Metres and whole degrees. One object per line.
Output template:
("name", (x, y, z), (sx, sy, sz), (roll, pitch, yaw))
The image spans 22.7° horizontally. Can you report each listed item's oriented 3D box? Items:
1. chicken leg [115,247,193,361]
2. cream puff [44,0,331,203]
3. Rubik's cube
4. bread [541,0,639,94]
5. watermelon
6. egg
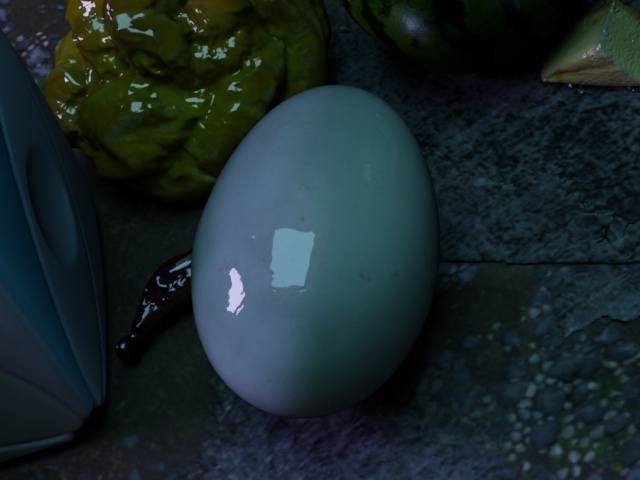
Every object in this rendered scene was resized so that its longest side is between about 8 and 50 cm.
("chicken leg", (-0.127, 0.047, 1.642), (0.205, 0.053, 0.093), (-28, 63, 2))
("cream puff", (-0.160, -0.222, 1.734), (0.324, 0.257, 0.291), (-13, 46, 10))
("Rubik's cube", (-0.426, 0.012, 1.577), (0.347, 0.351, 0.352), (-15, 47, 8))
("bread", (0.293, -0.190, 1.693), (0.109, 0.080, 0.084), (-25, 36, 50))
("watermelon", (0.144, -0.317, 1.686), (0.285, 0.285, 0.285), (-10, 50, 13))
("egg", (0.000, 0.000, 1.508), (0.230, 0.230, 0.371), (-3, 47, 18))
